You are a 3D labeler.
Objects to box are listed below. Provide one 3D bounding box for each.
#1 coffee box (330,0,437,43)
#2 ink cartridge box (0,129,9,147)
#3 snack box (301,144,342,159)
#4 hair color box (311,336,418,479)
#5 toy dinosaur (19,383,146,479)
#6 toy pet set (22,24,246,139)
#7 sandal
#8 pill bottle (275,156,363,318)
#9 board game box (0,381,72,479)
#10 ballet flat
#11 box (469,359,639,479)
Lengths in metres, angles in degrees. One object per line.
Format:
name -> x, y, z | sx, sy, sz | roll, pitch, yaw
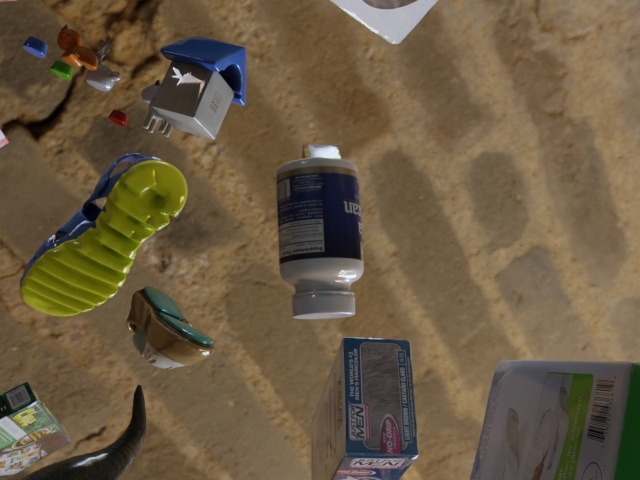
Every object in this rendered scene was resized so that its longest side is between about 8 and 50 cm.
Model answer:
coffee box -> 0.002, -0.429, 0.642 | 0.338, 0.334, 0.338 | 53, -160, 26
ink cartridge box -> -0.587, -0.179, 1.270 | 0.115, 0.198, 0.067 | -35, -90, -14
snack box -> 0.005, -0.045, 1.315 | 0.207, 0.070, 0.174 | -104, 14, -62
hair color box -> 0.057, 0.299, 1.210 | 0.105, 0.347, 0.173 | 3, -122, -7
toy dinosaur -> -0.193, 0.246, 0.538 | 0.160, 0.121, 0.313 | 14, -104, -6
toy pet set -> -0.116, -0.122, 0.547 | 0.122, 0.114, 0.065 | 48, -119, -68
sandal -> -0.326, -0.015, 1.186 | 0.126, 0.317, 0.138 | 43, -170, -34
pill bottle -> 0.000, 0.000, 0.874 | 0.094, 0.094, 0.169 | 9, -105, -50
board game box -> -0.374, 0.236, 0.916 | 0.136, 0.259, 0.030 | -24, -108, -19
ballet flat -> -0.189, 0.120, 0.966 | 0.080, 0.232, 0.073 | 29, -92, -25
box -> 0.158, 0.206, 0.443 | 0.231, 0.127, 0.262 | 104, 179, -80
